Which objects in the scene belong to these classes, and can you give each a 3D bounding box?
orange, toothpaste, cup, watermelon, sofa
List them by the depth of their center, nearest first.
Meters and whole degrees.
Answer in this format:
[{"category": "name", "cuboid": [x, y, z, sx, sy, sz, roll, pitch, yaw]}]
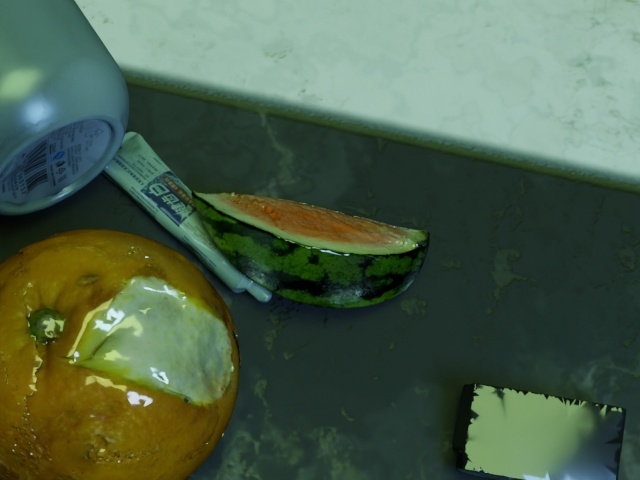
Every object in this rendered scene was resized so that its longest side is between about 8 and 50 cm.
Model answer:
[{"category": "orange", "cuboid": [-0.184, 0.105, 1.064, 0.240, 0.240, 0.240, 4, 62, -7]}, {"category": "sofa", "cuboid": [0.197, 0.182, 1.181, 0.147, 0.060, 0.085, 9, 79, -3]}, {"category": "cup", "cuboid": [-0.323, -0.185, 1.207, 0.205, 0.205, 0.312, -30, 73, -21]}, {"category": "watermelon", "cuboid": [-0.002, 0.004, 1.224, 0.245, 0.063, 0.119, 8, 36, -16]}, {"category": "toothpaste", "cuboid": [-0.129, -0.021, 1.245, 0.060, 0.038, 0.233, -38, 71, -27]}]
